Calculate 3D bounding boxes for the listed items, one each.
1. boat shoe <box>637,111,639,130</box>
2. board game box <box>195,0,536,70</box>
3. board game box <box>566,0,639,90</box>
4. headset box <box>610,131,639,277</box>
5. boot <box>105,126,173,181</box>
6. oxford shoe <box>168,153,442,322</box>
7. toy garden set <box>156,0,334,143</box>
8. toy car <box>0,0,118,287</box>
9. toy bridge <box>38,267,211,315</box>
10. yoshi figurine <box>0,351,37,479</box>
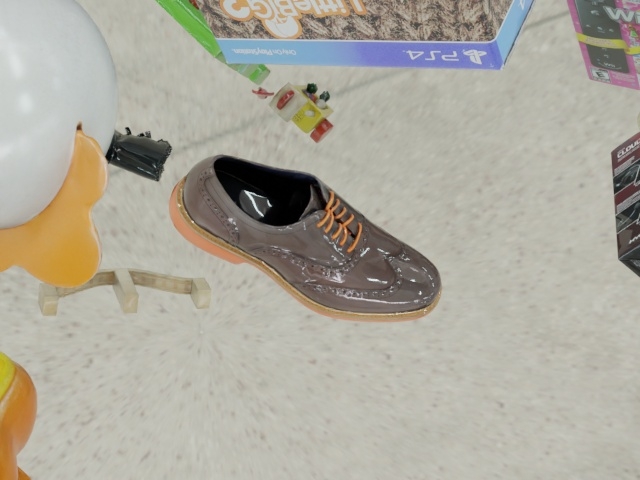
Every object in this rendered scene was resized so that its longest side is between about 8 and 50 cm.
[{"bbox_3d":[0.447,-0.130,1.404,0.104,0.285,0.089,6,75,-38],"label":"boat shoe"},{"bbox_3d":[0.003,-0.267,0.916,0.232,0.291,0.141,5,52,31],"label":"board game box"},{"bbox_3d":[0.425,-0.281,1.688,0.224,0.303,0.098,15,74,23],"label":"board game box"},{"bbox_3d":[0.161,-0.010,0.611,0.062,0.083,0.032,38,128,-22],"label":"headset box"},{"bbox_3d":[-0.222,-0.091,1.528,0.099,0.121,0.045,22,120,-6],"label":"boot"},{"bbox_3d":[0.000,0.000,1.248,0.271,0.098,0.097,20,62,-16],"label":"oxford shoe"},{"bbox_3d":[-0.070,-0.190,1.387,0.204,0.244,0.049,44,95,4],"label":"toy garden set"},{"bbox_3d":[-0.171,-0.078,0.602,0.210,0.219,0.238,-31,80,37],"label":"toy car"},{"bbox_3d":[-0.210,0.053,1.483,0.188,0.063,0.026,-2,118,-22],"label":"toy bridge"},{"bbox_3d":[-0.161,0.223,0.660,0.203,0.203,0.362,4,124,33],"label":"yoshi figurine"}]
